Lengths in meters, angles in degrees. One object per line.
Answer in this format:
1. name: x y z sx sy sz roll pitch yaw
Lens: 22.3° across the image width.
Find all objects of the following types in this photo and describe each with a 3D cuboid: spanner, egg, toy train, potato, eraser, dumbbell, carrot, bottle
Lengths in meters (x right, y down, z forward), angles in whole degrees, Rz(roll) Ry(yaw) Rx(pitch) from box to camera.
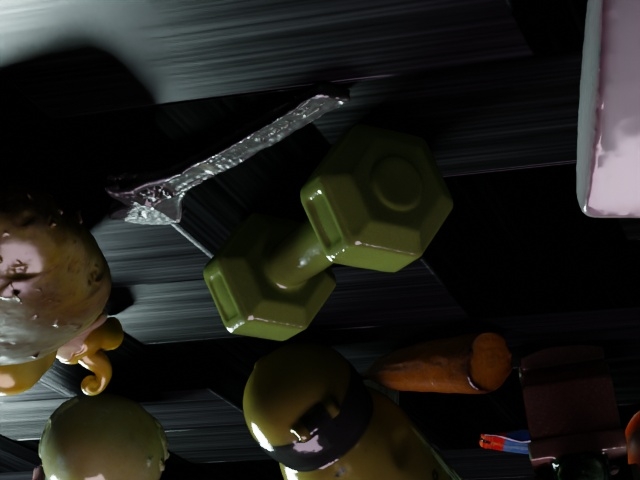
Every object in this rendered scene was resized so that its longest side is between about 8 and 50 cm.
1. spanner: -0.087 -0.067 1.354 0.093 0.026 0.325 16 154 -37
2. egg: -0.282 0.276 2.105 0.164 0.164 0.201 -2 164 9
3. toy train: 0.308 0.264 1.927 0.150 0.222 0.304 -10 158 6
4. potato: -0.288 0.034 1.483 0.191 0.141 0.296 3 157 -10
5. eraser: 0.307 -0.098 1.046 0.270 0.174 0.095 1 -161 0
6. dumbbell: 0.000 0.000 1.406 0.108 0.121 0.302 -21 171 -30
7. carrot: 0.122 0.148 1.858 0.072 0.072 0.205 19 159 -38
8. bottle: 0.041 0.256 1.920 0.171 0.171 0.351 -12 130 33

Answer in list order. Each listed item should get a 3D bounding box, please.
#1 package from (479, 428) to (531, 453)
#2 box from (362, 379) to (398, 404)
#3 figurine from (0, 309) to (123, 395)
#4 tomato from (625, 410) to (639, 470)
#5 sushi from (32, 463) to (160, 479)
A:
1. package: 0.322 0.279 2.252 0.200 0.022 0.083 2 159 3
2. box: 0.055 0.201 2.019 0.083 0.054 0.024 -3 161 14
3. figurine: -0.312 0.105 1.714 0.156 0.131 0.246 -38 154 31
4. tomato: 0.466 0.267 2.041 0.167 0.167 0.167 2 160 1
5. sushi: -0.338 0.403 2.527 0.161 0.108 0.241 -8 158 14
